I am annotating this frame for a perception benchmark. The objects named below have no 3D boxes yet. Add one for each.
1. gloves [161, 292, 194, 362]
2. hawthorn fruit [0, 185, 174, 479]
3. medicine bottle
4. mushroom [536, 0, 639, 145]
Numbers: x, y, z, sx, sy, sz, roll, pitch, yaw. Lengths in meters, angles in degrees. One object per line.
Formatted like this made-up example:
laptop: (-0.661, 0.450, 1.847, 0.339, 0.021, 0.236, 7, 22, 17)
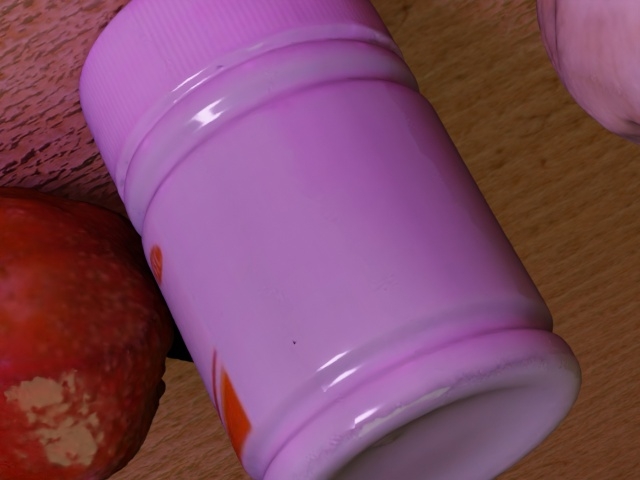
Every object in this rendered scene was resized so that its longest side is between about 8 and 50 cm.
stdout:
gloves: (-0.042, 0.002, 1.319, 0.140, 0.131, 0.218, -31, -164, 41)
hawthorn fruit: (-0.221, 0.062, 1.159, 0.253, 0.205, 0.205, 3, 144, -15)
medicine bottle: (0.000, 0.000, 1.123, 0.202, 0.315, 0.202, -21, 154, -11)
mushroom: (0.236, -0.224, 1.009, 0.315, 0.356, 0.315, -14, -164, 4)
